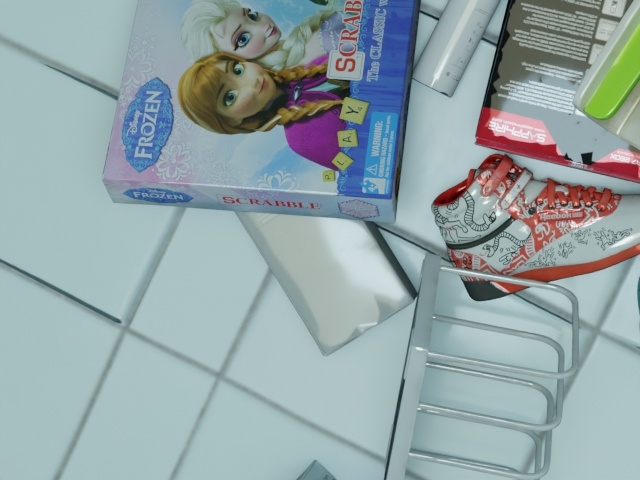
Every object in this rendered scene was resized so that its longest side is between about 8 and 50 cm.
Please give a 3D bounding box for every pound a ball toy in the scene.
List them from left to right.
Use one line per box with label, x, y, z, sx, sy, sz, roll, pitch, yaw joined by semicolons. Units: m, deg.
pound a ball toy;0.411;-0.171;1.571;0.208;0.136;0.319;36;98;35

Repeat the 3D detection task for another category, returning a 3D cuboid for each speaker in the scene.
speaker;0.156;-0.234;1.774;0.055;0.055;0.136;27;98;6

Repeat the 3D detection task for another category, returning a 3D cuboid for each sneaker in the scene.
sneaker;0.252;-0.036;1.717;0.270;0.090;0.145;-20;107;28

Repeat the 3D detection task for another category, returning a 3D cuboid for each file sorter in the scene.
file sorter;0.166;0.193;1.692;0.173;0.193;0.277;11;120;3

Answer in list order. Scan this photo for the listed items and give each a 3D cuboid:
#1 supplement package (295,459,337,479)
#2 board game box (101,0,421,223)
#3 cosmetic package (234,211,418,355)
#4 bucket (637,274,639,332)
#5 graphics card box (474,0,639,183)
supplement package;0.010;0.426;1.772;0.263;0.198;0.199;43;100;3
board game box;-0.058;-0.184;1.735;0.318;0.066;0.318;4;66;8
cosmetic package;0.000;0.000;1.793;0.127;0.107;0.238;-30;92;8
bucket;0.478;0.070;1.683;0.281;0.183;0.281;1;94;8
graphics card box;0.323;-0.259;1.705;0.233;0.094;0.371;14;98;8
